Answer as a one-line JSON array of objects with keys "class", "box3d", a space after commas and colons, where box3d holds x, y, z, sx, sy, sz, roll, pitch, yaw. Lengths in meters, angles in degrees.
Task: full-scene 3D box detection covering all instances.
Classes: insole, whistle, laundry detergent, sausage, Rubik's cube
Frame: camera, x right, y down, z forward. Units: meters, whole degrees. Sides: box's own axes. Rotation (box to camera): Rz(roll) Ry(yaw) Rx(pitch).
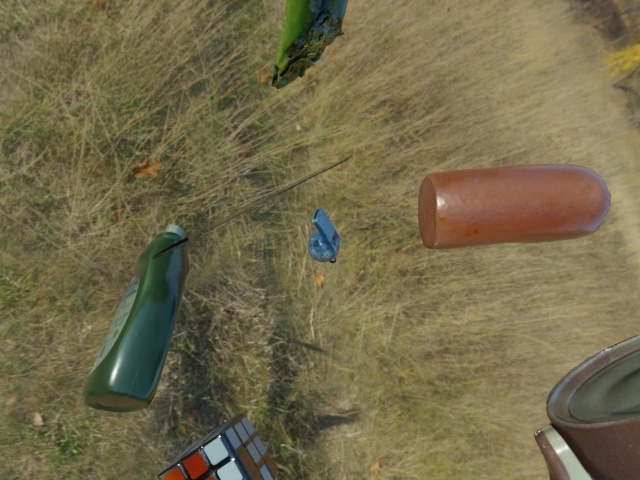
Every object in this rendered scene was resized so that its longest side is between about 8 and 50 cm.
[{"class": "insole", "box3d": [-0.067, -0.038, 0.459, 0.232, 0.080, 0.003, -29, 101, -10]}, {"class": "whistle", "box3d": [0.000, 0.000, 1.102, 0.157, 0.090, 0.090, 57, 41, -28]}, {"class": "laundry detergent", "box3d": [-0.197, 0.078, 0.495, 0.063, 0.137, 0.210, 23, 53, -24]}, {"class": "sausage", "box3d": [0.274, -0.050, 0.618, 0.113, 0.260, 0.113, 175, -90, -89]}, {"class": "Rubik's cube", "box3d": [-0.207, 0.486, 0.921, 0.163, 0.161, 0.162, 56, 1, 11]}]

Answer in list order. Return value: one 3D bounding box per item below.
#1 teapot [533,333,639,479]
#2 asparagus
[{"class": "teapot", "box3d": [0.385, 0.278, 0.434, 0.312, 0.315, 0.233, 59, 11, 14]}, {"class": "asparagus", "box3d": [-0.002, -0.463, 0.811, 0.129, 0.381, 0.108, 12, 24, -6]}]
